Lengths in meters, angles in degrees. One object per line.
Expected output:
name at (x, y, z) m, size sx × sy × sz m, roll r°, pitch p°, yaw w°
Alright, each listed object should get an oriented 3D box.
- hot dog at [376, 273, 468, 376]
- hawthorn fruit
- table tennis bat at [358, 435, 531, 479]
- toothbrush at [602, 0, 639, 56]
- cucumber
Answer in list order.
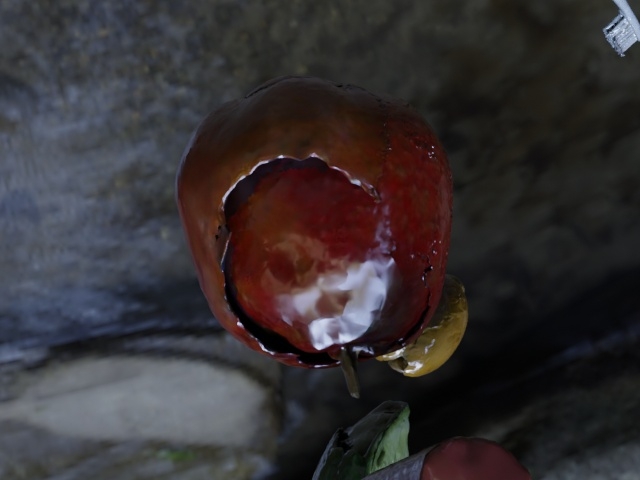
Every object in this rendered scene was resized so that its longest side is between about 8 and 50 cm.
hot dog at (0.088, 0.068, 1.501) m, size 0.090 × 0.140 × 0.060 m, roll 14°, pitch 136°, yaw 9°
hawthorn fruit at (0.000, 0.000, 0.849) m, size 0.148 × 0.172 × 0.148 m, roll -5°, pitch 160°, yaw -2°
table tennis bat at (0.007, 0.169, 0.920) m, size 0.268 × 0.051 × 0.415 m, roll 9°, pitch 160°, yaw -16°
toothbrush at (0.154, -0.162, 0.946) m, size 0.024 × 0.018 × 0.257 m, roll -43°, pitch 154°, yaw 3°
cucumber at (0.021, 0.287, 1.309) m, size 0.145 × 0.105 × 0.325 m, roll -29°, pitch 122°, yaw -57°
